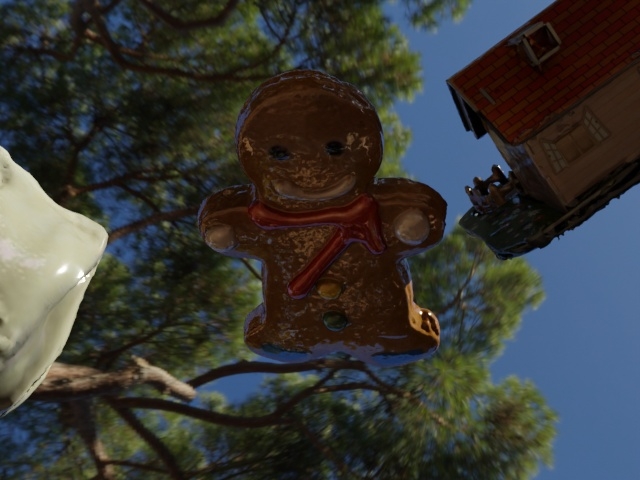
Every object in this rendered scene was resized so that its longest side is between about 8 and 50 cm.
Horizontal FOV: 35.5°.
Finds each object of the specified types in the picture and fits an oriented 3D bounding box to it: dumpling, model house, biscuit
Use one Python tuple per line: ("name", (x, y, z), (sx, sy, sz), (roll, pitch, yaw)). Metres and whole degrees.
("dumpling", (-0.349, 0.053, 0.890), (0.243, 0.187, 0.318), (46, -108, -11))
("model house", (0.221, -0.134, 0.864), (0.294, 0.207, 0.154), (-35, -78, 1))
("biscuit", (0.001, 0.002, 0.825), (0.205, 0.324, 0.049), (1, -137, 5))
